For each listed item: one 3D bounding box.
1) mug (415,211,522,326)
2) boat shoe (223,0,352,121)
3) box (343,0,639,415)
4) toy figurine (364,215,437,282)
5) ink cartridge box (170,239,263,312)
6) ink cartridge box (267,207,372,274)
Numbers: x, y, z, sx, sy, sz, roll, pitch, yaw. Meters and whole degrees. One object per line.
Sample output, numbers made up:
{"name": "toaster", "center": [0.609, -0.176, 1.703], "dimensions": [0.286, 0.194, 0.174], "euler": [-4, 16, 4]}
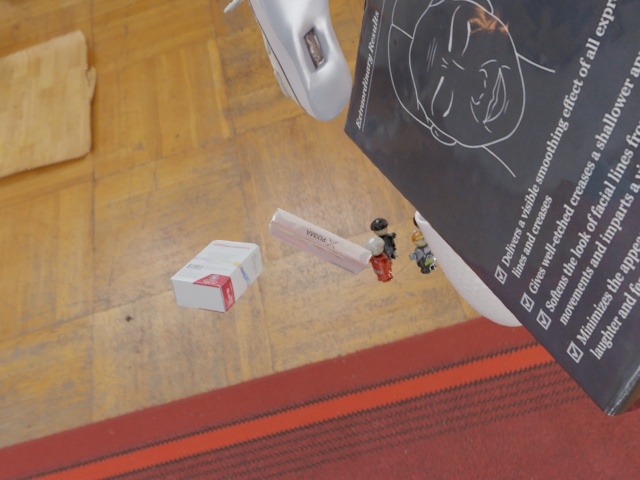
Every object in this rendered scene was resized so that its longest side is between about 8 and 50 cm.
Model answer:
{"name": "mug", "center": [0.451, -0.005, 1.340], "dimensions": [0.374, 0.328, 0.276], "euler": [-38, 17, -25]}
{"name": "boat shoe", "center": [-0.062, -0.354, 0.865], "dimensions": [0.156, 0.367, 0.136], "euler": [35, 74, 34]}
{"name": "box", "center": [0.210, -0.130, 0.444], "dimensions": [0.212, 0.293, 0.395], "euler": [-13, 44, -22]}
{"name": "toy figurine", "center": [0.247, 0.010, 1.713], "dimensions": [0.210, 0.148, 0.213], "euler": [-12, 21, 20]}
{"name": "ink cartridge box", "center": [-0.223, 0.076, 1.251], "dimensions": [0.127, 0.072, 0.175], "euler": [6, 30, 23]}
{"name": "ink cartridge box", "center": [0.000, 0.000, 1.584], "dimensions": [0.296, 0.261, 0.066], "euler": [25, 80, -3]}
